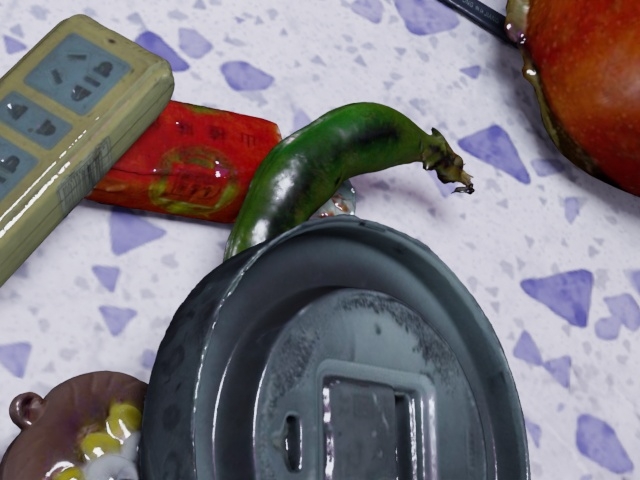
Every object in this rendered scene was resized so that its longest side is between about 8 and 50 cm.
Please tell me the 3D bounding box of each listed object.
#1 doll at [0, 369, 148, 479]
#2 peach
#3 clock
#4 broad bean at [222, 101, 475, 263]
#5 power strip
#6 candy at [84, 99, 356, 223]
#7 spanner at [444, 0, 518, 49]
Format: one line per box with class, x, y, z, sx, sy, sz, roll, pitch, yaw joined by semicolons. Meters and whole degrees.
doll;-0.115;0.158;0.853;0.188;0.096;0.145;25;58;-27
peach;0.358;-0.218;1.152;0.339;0.416;0.353;44;13;-14
clock;0.020;0.141;0.883;0.312;0.061;0.313;15;68;-41
broad bean;0.000;0.000;0.976;0.144;0.049;0.292;50;62;-20
power strip;-0.238;-0.001;0.852;0.092;0.066;0.387;30;63;15
candy;-0.104;-0.059;0.994;0.292;0.059;0.086;8;59;-24
spanner;0.127;-0.216;1.225;0.208;0.012;0.046;30;54;-10
